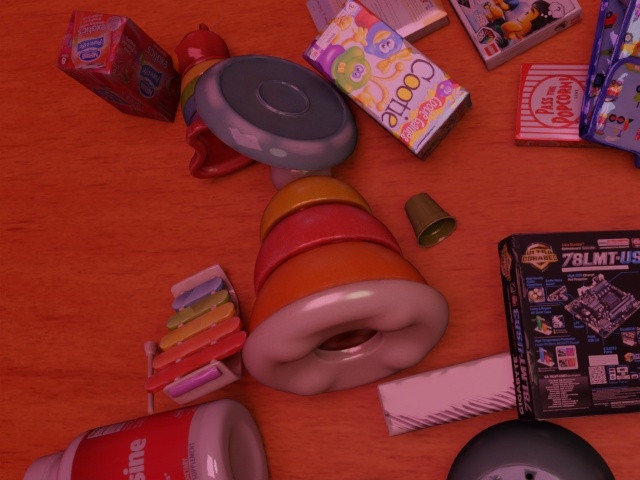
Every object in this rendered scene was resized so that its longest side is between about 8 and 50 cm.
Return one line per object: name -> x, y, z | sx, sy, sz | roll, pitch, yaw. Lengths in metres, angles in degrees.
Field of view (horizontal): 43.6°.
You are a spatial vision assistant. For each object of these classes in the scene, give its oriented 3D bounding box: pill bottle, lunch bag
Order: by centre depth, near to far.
lunch bag -> 0.564, -0.263, 1.336 | 0.221, 0.138, 0.293 | 12, 95, -6
pill bottle -> -0.319, 0.436, 1.445 | 0.408, 0.229, 0.229 | -16, 75, 14

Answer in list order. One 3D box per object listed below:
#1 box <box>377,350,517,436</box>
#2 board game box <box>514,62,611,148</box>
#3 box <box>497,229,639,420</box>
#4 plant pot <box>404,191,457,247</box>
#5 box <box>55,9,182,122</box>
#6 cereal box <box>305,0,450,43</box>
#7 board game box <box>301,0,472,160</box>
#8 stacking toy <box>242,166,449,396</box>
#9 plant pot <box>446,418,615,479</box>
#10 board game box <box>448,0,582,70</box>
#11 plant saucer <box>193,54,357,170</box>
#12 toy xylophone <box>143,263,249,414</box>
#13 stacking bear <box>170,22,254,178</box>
box -> 0.245, 0.256, 1.365 | 0.275, 0.113, 0.094 | -18, 76, 15
board game box -> 0.451, -0.240, 1.427 | 0.193, 0.045, 0.146 | 4, 81, 18
box -> 0.447, 0.131, 1.283 | 0.295, 0.073, 0.293 | -2, 76, -11
plant pot -> 0.194, -0.044, 1.460 | 0.083, 0.083, 0.079 | -34, 59, 9
box -> -0.389, -0.342, 1.599 | 0.128, 0.257, 0.122 | 13, 82, 19
cereal box -> 0.110, -0.447, 1.573 | 0.240, 0.047, 0.173 | -25, 75, 12
board game box -> 0.124, -0.290, 1.460 | 0.275, 0.144, 0.142 | 42, 99, 10
stacking toy -> 0.000, 0.000, 1.421 | 0.351, 0.350, 0.480 | -23, 59, 12
plant pot -> 0.322, 0.429, 1.241 | 0.293, 0.235, 0.293 | -3, 79, 16
board game box -> 0.331, -0.497, 1.510 | 0.193, 0.053, 0.305 | -28, 73, 10
plant saucer -> -0.074, -0.251, 1.476 | 0.317, 0.317, 0.043 | 43, 134, 20
toy xylophone -> -0.240, 0.190, 1.472 | 0.236, 0.081, 0.322 | -31, 31, 2
stacking bear -> -0.215, -0.296, 1.594 | 0.164, 0.175, 0.289 | -13, 63, -12
